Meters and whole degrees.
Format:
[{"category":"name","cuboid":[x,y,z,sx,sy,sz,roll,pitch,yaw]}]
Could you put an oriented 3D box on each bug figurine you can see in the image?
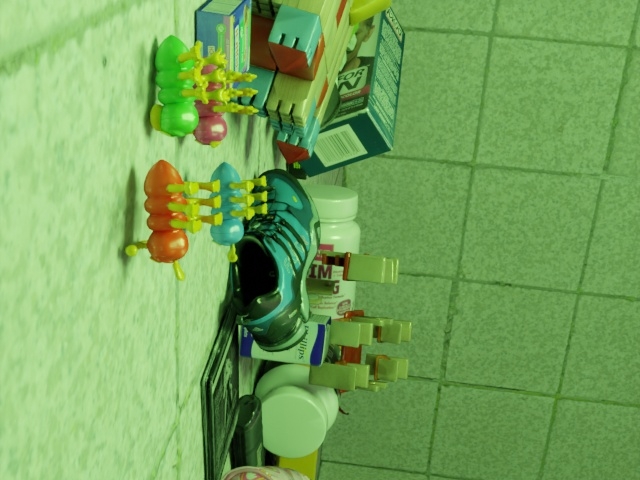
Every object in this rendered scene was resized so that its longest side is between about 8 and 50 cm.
[{"category":"bug figurine","cuboid":[-0.115,-0.078,0.861,0.279,0.072,0.216,-20,110,-80]}]

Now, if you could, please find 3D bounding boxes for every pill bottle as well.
[{"category":"pill bottle","cuboid":[0.001,0.034,1.881,0.160,0.160,0.283,-69,164,-72]},{"category":"pill bottle","cuboid":[-0.039,0.284,1.710,0.278,0.162,0.162,-72,167,-71]}]

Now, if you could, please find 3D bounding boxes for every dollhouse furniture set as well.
[{"category":"dollhouse furniture set","cuboid":[0.063,0.152,1.667,0.262,0.135,0.259,8,87,-64]},{"category":"dollhouse furniture set","cuboid":[-0.035,0.036,1.668,0.144,0.123,0.151,-73,168,-68]}]

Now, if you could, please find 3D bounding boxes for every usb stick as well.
[{"category":"usb stick","cuboid":[-0.121,0.361,1.518,0.278,0.045,0.077,92,10,-47]}]

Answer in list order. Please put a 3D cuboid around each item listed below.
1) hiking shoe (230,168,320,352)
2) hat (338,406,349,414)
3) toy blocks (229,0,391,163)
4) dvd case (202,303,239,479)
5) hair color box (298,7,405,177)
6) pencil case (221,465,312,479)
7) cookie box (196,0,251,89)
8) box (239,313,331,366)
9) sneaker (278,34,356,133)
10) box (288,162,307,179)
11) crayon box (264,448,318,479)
[{"category":"hiking shoe","cuboid":[-0.069,0.006,1.314,0.132,0.113,0.304,53,28,-52]},{"category":"hat","cuboid":[0.020,0.330,2.023,0.173,0.183,0.208,80,27,-46]},{"category":"toy blocks","cuboid":[-0.033,-0.261,1.184,0.381,0.190,0.261,75,33,-79]},{"category":"dvd case","cuboid":[-0.141,0.227,1.281,0.164,0.018,0.221,-76,171,-55]},{"category":"hair color box","cuboid":[0.049,-0.288,1.646,0.105,0.174,0.347,53,32,-37]},{"category":"pencil case","cuboid":[-0.079,0.428,1.444,0.284,0.124,0.124,54,42,-69]},{"category":"cookie box","cuboid":[-0.106,-0.217,0.985,0.107,0.040,0.092,-74,169,-62]},{"category":"box","cuboid":[-0.056,0.158,1.487,0.126,0.137,0.072,-21,117,-85]},{"category":"sneaker","cuboid":[-0.026,-0.316,1.520,0.146,0.122,0.331,65,27,-45]},{"category":"box","cuboid":[-0.034,-0.252,1.800,0.184,0.045,0.191,87,11,-45]},{"category":"crayon box","cuboid":[-0.068,0.490,1.857,0.202,0.081,0.319,-139,-126,-77]}]
